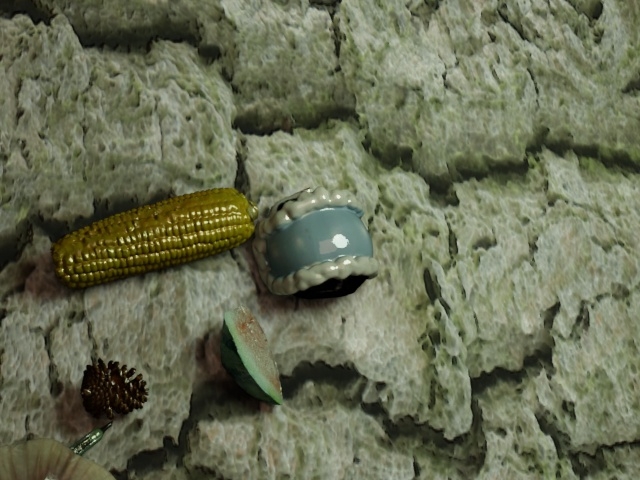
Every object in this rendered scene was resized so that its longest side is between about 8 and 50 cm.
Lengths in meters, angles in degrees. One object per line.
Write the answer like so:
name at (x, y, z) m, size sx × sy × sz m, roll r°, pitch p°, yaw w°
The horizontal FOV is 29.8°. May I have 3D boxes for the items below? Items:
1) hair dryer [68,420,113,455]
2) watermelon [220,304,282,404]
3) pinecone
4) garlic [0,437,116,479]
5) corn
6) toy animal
hair dryer at (-0.384, 0.328, 1.904) m, size 0.047 × 0.071 × 0.150 m, roll 47°, pitch 48°, yaw 4°
watermelon at (-0.118, 0.198, 2.017) m, size 0.094 × 0.081 × 0.180 m, roll -17°, pitch 88°, yaw -36°
pinecone at (-0.331, 0.244, 1.931) m, size 0.109 × 0.102 × 0.102 m, roll 18°, pitch 64°, yaw -18°
garlic at (-0.417, 0.432, 1.696) m, size 0.322 × 0.241 × 0.322 m, roll 11°, pitch 42°, yaw -11°
corn at (-0.277, -0.006, 2.032) m, size 0.363 × 0.120 × 0.120 m, roll -17°, pitch 73°, yaw -19°
toy animal at (0.000, 0.000, 2.080) m, size 0.208 × 0.156 × 0.204 m, roll -8°, pitch 74°, yaw -21°
